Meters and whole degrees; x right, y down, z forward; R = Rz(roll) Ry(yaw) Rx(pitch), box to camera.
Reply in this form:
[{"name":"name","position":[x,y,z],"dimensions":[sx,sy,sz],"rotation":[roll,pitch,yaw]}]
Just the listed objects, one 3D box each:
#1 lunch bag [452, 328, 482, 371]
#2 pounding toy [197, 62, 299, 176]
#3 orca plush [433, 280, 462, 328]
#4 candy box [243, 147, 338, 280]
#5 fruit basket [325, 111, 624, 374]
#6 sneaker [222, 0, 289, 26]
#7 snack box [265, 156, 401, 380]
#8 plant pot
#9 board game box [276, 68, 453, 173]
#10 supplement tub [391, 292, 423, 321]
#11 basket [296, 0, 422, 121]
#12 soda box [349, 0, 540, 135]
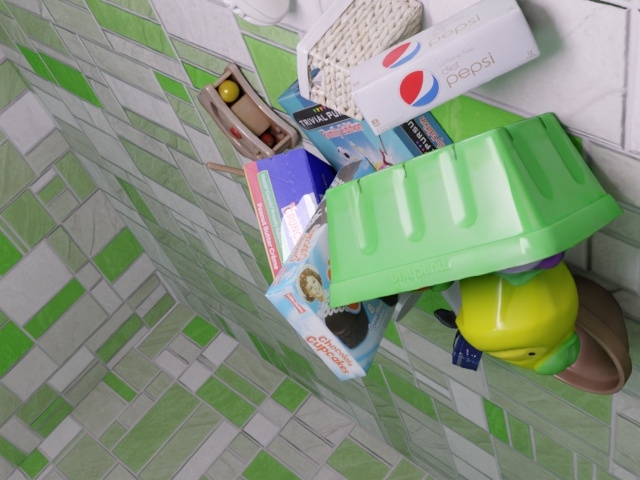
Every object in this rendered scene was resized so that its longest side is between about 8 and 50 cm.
[{"name":"lunch bag","position":[0.313,0.219,1.742],"dimensions":[0.065,0.098,0.067],"rotation":[17,152,13]},{"name":"pounding toy","position":[-0.154,-0.202,1.649],"dimensions":[0.269,0.155,0.154],"rotation":[53,162,-27]},{"name":"orca plush","position":[0.261,0.082,1.548],"dimensions":[0.287,0.151,0.102],"rotation":[29,-172,25]},{"name":"candy box","position":[0.000,0.000,1.482],"dimensions":[0.317,0.122,0.268],"rotation":[23,-128,-73]},{"name":"fruit basket","position":[0.224,0.044,1.139],"dimensions":[0.392,0.283,0.391],"rotation":[14,113,37]},{"name":"sneaker","position":[-0.109,-0.430,1.177],"dimensions":[0.118,0.110,0.292],"rotation":[14,147,38]},{"name":"snack box","position":[0.051,0.036,1.288],"dimensions":[0.060,0.322,0.187],"rotation":[-21,118,40]},{"name":"plant pot","position":[0.412,0.135,1.349],"dimensions":[0.237,0.109,0.237],"rotation":[37,160,16]},{"name":"board game box","position":[0.107,-0.149,1.379],"dimensions":[0.336,0.079,0.254],"rotation":[48,159,-18]},{"name":"supplement tub","position":[0.114,0.062,1.712],"dimensions":[0.200,0.144,0.144],"rotation":[36,160,16]},{"name":"basket","position":[0.056,-0.261,1.120],"dimensions":[0.103,0.167,0.113],"rotation":[29,158,16]},{"name":"soda box","position":[0.144,-0.213,0.989],"dimensions":[0.069,0.216,0.073],"rotation":[54,-160,-31]}]
